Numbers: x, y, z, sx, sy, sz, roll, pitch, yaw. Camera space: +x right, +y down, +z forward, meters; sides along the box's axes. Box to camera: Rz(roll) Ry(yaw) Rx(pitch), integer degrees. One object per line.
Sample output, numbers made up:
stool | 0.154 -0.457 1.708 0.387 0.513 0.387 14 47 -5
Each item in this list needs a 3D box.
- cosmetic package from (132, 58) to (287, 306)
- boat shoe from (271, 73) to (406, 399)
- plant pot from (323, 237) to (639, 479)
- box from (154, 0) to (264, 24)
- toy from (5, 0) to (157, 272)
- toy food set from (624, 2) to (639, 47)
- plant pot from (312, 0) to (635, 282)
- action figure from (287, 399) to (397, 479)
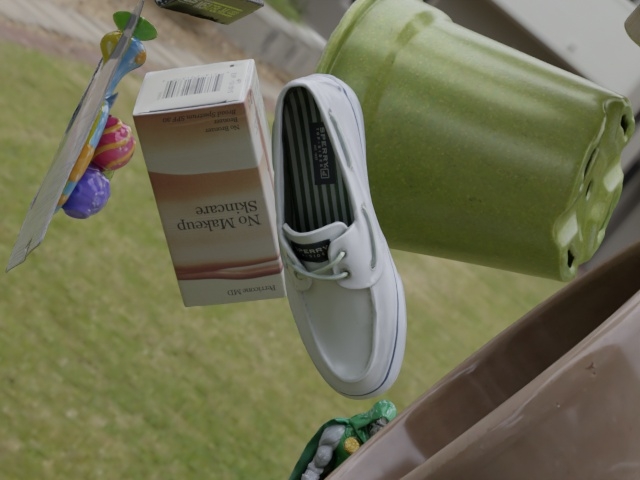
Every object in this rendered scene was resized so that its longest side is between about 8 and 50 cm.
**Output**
cosmetic package | -0.134 -0.072 1.796 0.129 0.153 0.296 -85 164 -57
boat shoe | 0.000 0.000 0.930 0.076 0.083 0.226 -9 86 -69
plant pot | 0.142 0.151 0.626 0.229 0.263 0.263 51 9 2
box | -0.124 -0.268 1.086 0.191 0.045 0.184 64 16 2
toy | -0.188 -0.083 1.163 0.056 0.237 0.137 23 -19 -18
toy food set | 0.281 -0.208 1.097 0.220 0.092 0.306 52 1 39
plant pot | 0.149 -0.083 1.304 0.253 0.276 0.276 19 0 23
action figure | 0.010 0.233 1.195 0.137 0.232 0.063 20 22 -11
